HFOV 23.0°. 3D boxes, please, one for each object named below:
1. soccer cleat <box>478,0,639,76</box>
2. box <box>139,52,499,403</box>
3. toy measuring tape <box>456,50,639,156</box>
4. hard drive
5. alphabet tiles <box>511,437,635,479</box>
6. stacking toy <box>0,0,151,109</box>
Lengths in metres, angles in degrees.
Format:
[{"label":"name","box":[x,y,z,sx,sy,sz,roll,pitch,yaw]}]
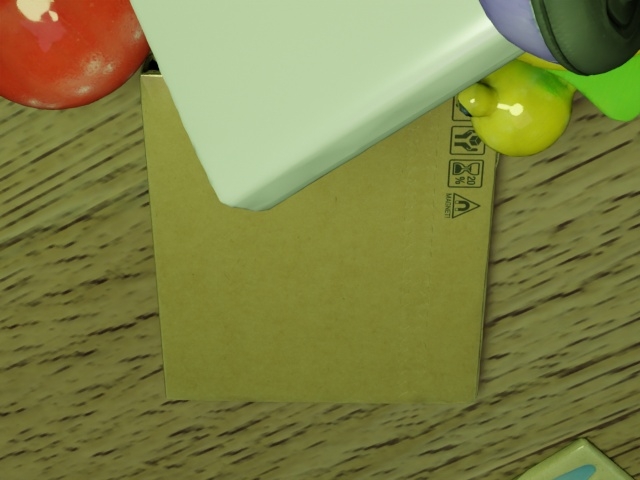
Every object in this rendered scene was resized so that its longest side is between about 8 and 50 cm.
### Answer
[{"label":"soccer cleat","box":[0.042,-0.197,0.458,0.116,0.318,0.109,-7,169,26]},{"label":"box","box":[0.000,0.000,0.759,0.165,0.021,0.201,1,128,1]},{"label":"toy measuring tape","box":[0.111,-0.177,0.569,0.121,0.121,0.330,15,118,-10]},{"label":"hard drive","box":[0.055,-0.171,0.531,0.308,0.203,0.040,-31,164,23]},{"label":"alphabet tiles","box":[0.157,0.250,0.958,0.342,0.011,0.285,-36,119,26]},{"label":"stacking toy","box":[-0.180,-0.170,0.573,0.141,0.141,0.330,-32,128,23]}]
